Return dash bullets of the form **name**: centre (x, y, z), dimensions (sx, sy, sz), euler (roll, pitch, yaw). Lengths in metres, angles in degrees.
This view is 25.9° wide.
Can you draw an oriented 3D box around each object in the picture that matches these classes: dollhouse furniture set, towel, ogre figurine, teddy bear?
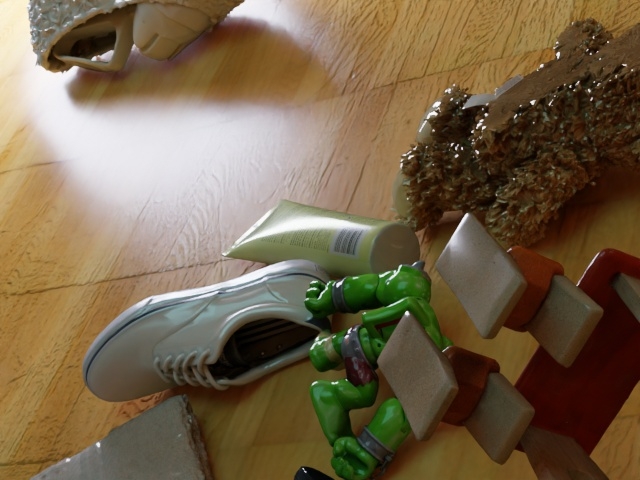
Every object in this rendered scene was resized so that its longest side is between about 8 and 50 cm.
- **dollhouse furniture set**: centre (0.150, 0.123, 0.910), dimensions (0.259, 0.262, 0.135), euler (-61, 27, 17)
- **towel**: centre (-0.165, 0.259, 1.169), dimensions (0.187, 0.049, 0.282), euler (-30, 33, 4)
- **ogre figurine**: centre (0.049, 0.096, 1.148), dimensions (0.118, 0.097, 0.197), euler (-30, 25, 22)
- **teddy bear**: centre (0.209, -0.096, 1.264), dimensions (0.338, 0.113, 0.245), euler (-26, 26, 25)

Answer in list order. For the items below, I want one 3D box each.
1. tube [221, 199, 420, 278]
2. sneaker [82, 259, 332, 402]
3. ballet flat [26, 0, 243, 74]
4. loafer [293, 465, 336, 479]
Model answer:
- **tube**: centre (0.000, 0.000, 1.350), dimensions (0.240, 0.070, 0.062), euler (11, 97, 52)
- **sneaker**: centre (-0.108, 0.095, 1.280), dimensions (0.258, 0.094, 0.091), euler (-24, 30, 13)
- **ballet flat**: centre (-0.246, -0.296, 1.885), dimensions (0.409, 0.147, 0.147), euler (-5, 43, 40)
- **loafer**: centre (0.018, 0.238, 1.041), dimensions (0.061, 0.062, 0.170), euler (-57, 31, 5)
